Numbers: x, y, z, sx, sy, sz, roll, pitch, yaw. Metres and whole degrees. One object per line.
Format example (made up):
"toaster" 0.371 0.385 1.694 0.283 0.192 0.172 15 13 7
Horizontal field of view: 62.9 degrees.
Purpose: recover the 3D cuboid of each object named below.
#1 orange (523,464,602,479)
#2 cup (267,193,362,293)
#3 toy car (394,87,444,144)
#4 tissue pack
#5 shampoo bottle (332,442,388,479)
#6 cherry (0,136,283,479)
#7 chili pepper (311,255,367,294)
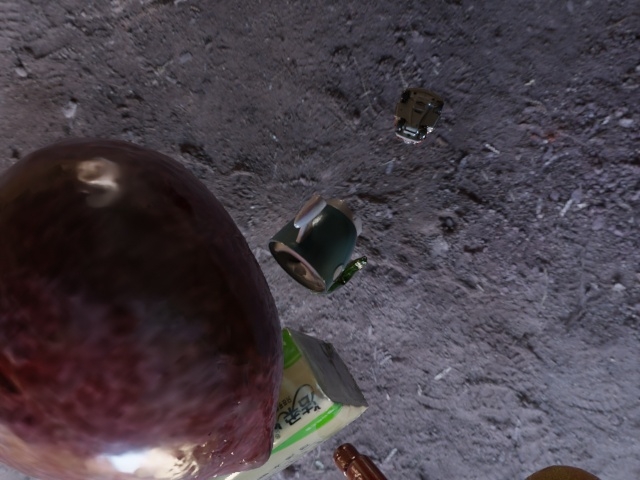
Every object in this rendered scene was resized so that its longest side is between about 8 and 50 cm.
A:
"orange" 0.535 0.628 1.124 0.274 0.274 0.274 0 94 -2
"cup" 0.000 0.000 1.148 0.167 0.299 0.173 32 66 22
"toy car" 0.235 -0.293 1.302 0.112 0.112 0.139 22 76 8
"tissue pack" -0.131 0.391 1.133 0.405 0.332 0.205 -36 66 5
"shampoo bottle" 0.140 0.636 1.308 0.076 0.314 0.118 -12 115 -27
"cherry" -0.147 0.056 0.375 0.300 0.203 0.230 41 86 2
"chili pepper" 0.053 0.103 1.457 0.182 0.073 0.050 -31 55 -14
